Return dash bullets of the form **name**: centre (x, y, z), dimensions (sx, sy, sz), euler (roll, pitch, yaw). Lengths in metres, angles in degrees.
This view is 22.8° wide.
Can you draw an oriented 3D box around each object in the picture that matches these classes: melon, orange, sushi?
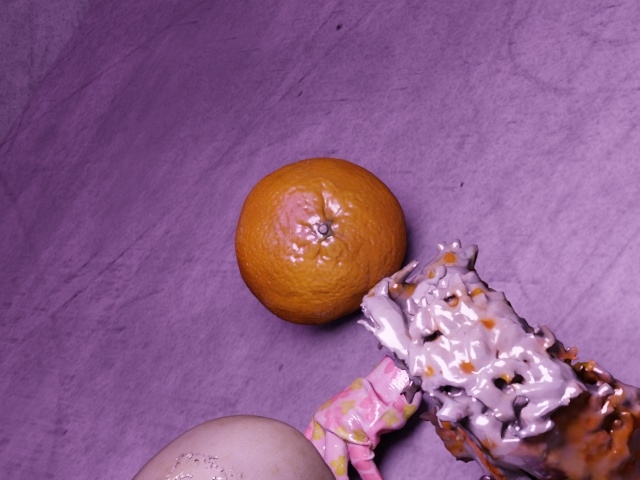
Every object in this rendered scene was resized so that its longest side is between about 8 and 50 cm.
- **melon**: centre (-0.123, 0.364, 1.937), dimensions (0.330, 0.268, 0.268), euler (-42, 24, -32)
- **orange**: centre (0.000, 0.000, 2.290), dimensions (0.264, 0.264, 0.264), euler (-32, 35, 26)
- **sushi**: centre (0.215, 0.170, 1.711), dimensions (0.176, 0.417, 0.417), euler (-45, 31, -5)

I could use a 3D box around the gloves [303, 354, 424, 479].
- **gloves**: centre (0.034, 0.267, 2.090), dimensions (0.241, 0.126, 0.145), euler (-45, 33, -7)
